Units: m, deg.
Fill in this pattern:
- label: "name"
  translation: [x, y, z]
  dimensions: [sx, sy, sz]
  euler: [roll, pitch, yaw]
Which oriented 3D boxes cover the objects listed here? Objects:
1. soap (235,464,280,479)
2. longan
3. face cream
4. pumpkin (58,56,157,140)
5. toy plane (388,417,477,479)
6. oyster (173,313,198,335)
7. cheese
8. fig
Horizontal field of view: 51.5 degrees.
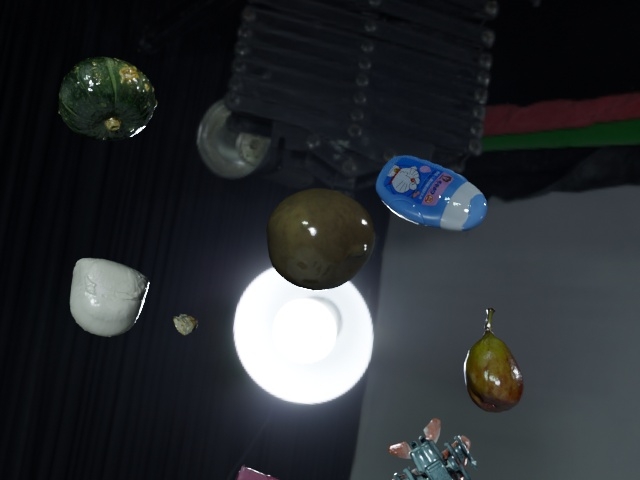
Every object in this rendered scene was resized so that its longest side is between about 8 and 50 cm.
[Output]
- label: "soap"
  translation: [-0.114, 0.848, 1.969]
  dimensions: [0.359, 0.233, 0.128]
  euler: [22, -37, -2]
- label: "longan"
  translation: [0.000, -0.002, 1.799]
  dimensions: [0.297, 0.297, 0.297]
  euler: [8, -10, 1]
- label: "face cream"
  translation: [0.255, -0.100, 1.509]
  dimensions: [0.264, 0.149, 0.083]
  euler: [28, -10, 32]
- label: "pumpkin"
  translation: [-0.428, -0.282, 1.338]
  dimensions: [0.146, 0.190, 0.190]
  euler: [49, 5, 20]
- label: "toy plane"
  translation: [0.308, 0.606, 1.595]
  dimensions: [0.223, 0.326, 0.104]
  euler: [-30, -23, -6]
- label: "oyster"
  translation: [-0.311, 0.192, 1.544]
  dimensions: [0.083, 0.054, 0.019]
  euler: [-25, 9, 48]
- label: "cheese"
  translation: [-0.563, 0.156, 1.744]
  dimensions: [0.198, 0.189, 0.154]
  euler: [19, -40, -24]
- label: "fig"
  translation: [0.457, 0.316, 1.773]
  dimensions: [0.145, 0.274, 0.170]
  euler: [0, -21, 0]
